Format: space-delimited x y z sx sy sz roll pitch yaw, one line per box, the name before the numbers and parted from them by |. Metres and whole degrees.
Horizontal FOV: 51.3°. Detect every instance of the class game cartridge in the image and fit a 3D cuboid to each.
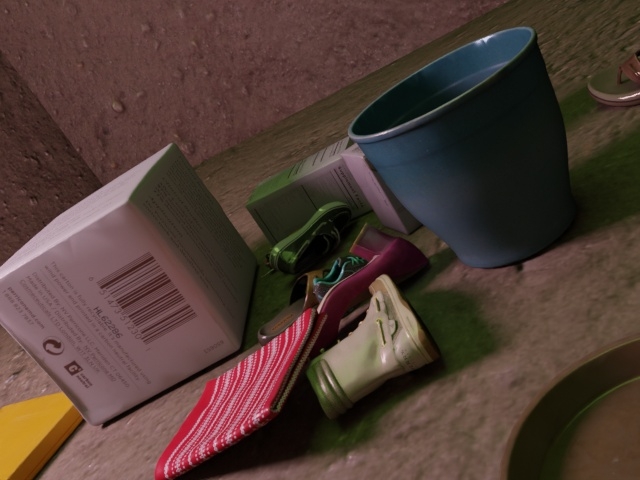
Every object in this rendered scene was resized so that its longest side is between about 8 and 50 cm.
game cartridge | -0.614 0.416 1.289 0.324 0.052 0.285 -17 24 33

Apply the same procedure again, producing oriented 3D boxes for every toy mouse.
toy mouse | -0.073 0.035 1.374 0.161 0.031 0.143 -15 33 51

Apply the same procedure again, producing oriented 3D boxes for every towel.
towel | -0.112 0.212 0.902 0.275 0.031 0.199 -39 13 36

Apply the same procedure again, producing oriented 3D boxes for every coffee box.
coffee box | 0.211 -0.169 1.217 0.297 0.168 0.119 -35 19 -10

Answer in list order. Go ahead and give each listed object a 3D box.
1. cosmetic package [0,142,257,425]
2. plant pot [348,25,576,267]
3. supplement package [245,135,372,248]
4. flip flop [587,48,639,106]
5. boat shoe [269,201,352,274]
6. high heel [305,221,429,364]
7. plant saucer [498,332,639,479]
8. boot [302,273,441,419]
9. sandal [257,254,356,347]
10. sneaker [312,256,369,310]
cosmetic package | -0.352 0.066 1.288 0.327 0.329 0.393 -30 18 11
plant pot | 0.217 -0.110 0.924 0.272 0.255 0.271 -28 19 11
supplement package | -0.015 -0.098 1.449 0.244 0.139 0.134 -24 21 21
flip flop | 0.548 -0.276 1.072 0.112 0.080 0.277 -37 19 -11
boat shoe | 0.000 0.000 1.298 0.070 0.077 0.219 20 47 38
high heel | 0.065 0.096 0.993 0.244 0.117 0.082 -60 -3 -23
plant saucer | 0.269 0.164 0.496 0.278 0.041 0.278 -29 20 12
boot | 0.052 0.133 0.871 0.165 0.077 0.213 -34 19 3
sandal | -0.025 0.091 1.115 0.219 0.060 0.090 -37 19 -12
sneaker | 0.058 0.050 1.059 0.166 0.076 0.065 -38 20 -16
